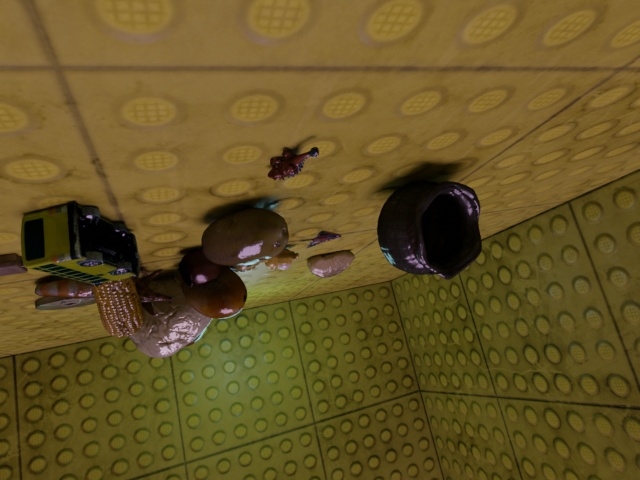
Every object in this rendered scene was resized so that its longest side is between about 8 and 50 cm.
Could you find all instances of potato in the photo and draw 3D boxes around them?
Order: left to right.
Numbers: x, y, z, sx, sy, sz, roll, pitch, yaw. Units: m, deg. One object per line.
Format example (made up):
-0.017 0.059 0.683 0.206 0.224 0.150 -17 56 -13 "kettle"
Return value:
-0.211 -0.004 1.131 0.250 0.159 0.174 -7 145 12 "potato"

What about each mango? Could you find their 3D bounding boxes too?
-0.397 0.166 1.499 0.316 0.146 0.192 23 -133 31 "mango"

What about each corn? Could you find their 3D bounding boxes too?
-0.636 0.184 1.315 0.130 0.130 0.347 -9 133 -16 "corn"

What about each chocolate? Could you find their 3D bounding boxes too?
-0.396 0.087 1.412 0.133 0.124 0.127 -34 170 -39 "chocolate"

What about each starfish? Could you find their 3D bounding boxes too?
-0.597 0.188 1.485 0.074 0.190 0.146 -28 157 13 "starfish"

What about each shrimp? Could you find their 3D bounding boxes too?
-0.837 0.168 1.388 0.286 0.069 0.185 -15 163 34 "shrimp"

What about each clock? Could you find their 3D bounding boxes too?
-0.987 0.241 1.657 0.234 0.029 0.235 -12 167 -3 "clock"

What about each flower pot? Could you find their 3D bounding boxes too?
0.325 -0.036 1.221 0.301 0.303 0.213 -6 -172 -28 "flower pot"

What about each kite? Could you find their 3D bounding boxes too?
0.000 0.000 1.669 0.183 0.014 0.241 -7 167 -24 "kite"

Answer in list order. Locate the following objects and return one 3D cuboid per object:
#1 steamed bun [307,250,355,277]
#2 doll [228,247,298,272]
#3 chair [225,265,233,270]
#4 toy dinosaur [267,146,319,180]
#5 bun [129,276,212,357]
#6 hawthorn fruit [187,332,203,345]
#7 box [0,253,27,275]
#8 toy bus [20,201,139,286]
0.028 0.131 2.043 0.212 0.111 0.231 -2 160 -38 "steamed bun"
-0.219 0.074 1.608 0.290 0.086 0.117 -5 -165 -33 "doll"
-0.380 0.183 1.630 0.095 0.222 0.104 0 166 -10 "chair"
-0.060 -0.156 0.864 0.154 0.049 0.055 -18 165 42 "toy dinosaur"
-0.600 0.272 1.657 0.352 0.349 0.227 -8 128 33 "bun"
-0.686 0.355 1.942 0.267 0.268 0.300 -22 156 32 "hawthorn fruit"
-0.809 0.064 1.078 0.083 0.035 0.079 -10 167 -20 "box"
-0.535 0.019 0.962 0.149 0.128 0.262 -13 166 0 "toy bus"
